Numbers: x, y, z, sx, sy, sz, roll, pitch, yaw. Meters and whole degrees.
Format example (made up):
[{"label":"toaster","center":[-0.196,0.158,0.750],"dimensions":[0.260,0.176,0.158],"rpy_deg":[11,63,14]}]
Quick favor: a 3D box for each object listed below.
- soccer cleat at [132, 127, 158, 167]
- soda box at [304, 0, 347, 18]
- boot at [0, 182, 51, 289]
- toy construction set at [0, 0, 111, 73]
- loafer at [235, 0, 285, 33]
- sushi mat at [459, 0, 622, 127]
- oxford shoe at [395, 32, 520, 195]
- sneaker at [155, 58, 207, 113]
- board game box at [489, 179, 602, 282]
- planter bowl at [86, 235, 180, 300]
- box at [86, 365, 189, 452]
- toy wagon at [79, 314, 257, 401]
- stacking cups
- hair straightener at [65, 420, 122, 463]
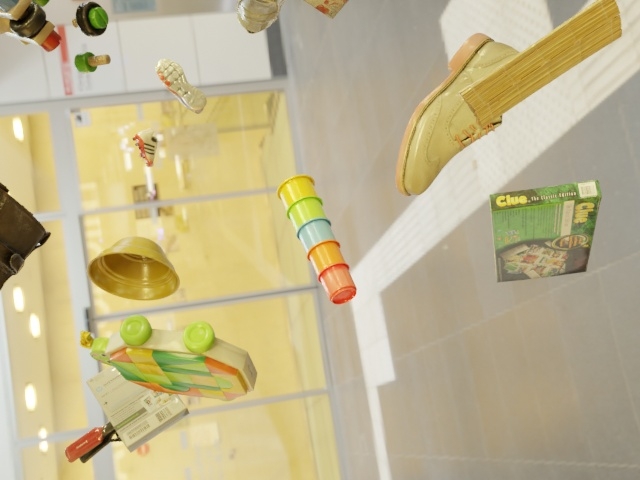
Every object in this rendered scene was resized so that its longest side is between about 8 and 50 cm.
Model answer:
[{"label":"soccer cleat","center":[-0.262,-0.141,1.200],"dimensions":[0.029,0.036,0.083],"rpy_deg":[48,163,22]},{"label":"soda box","center":[-0.024,-0.559,1.554],"dimensions":[0.083,0.092,0.263],"rpy_deg":[-45,50,25]},{"label":"boot","center":[-0.480,0.018,1.007],"dimensions":[0.228,0.091,0.263],"rpy_deg":[-66,-24,-16]},{"label":"toy construction set","center":[-0.527,-0.421,1.260],"dimensions":[0.309,0.237,0.257],"rpy_deg":[6,-96,-62]},{"label":"loafer","center":[-0.139,-0.535,1.801],"dimensions":[0.319,0.112,0.111],"rpy_deg":[-119,42,-80]},{"label":"sushi mat","center":[0.414,-0.331,1.461],"dimensions":[0.151,0.317,0.019],"rpy_deg":[38,-159,-58]},{"label":"oxford shoe","center":[0.299,-0.257,1.673],"dimensions":[0.147,0.396,0.140],"rpy_deg":[30,180,33]},{"label":"sneaker","center":[-0.330,-0.353,1.831],"dimensions":[0.158,0.061,0.065],"rpy_deg":[49,160,7]},{"label":"board game box","center":[0.307,-0.005,1.086],"dimensions":[0.259,0.136,0.030],"rpy_deg":[61,-154,-63]},{"label":"planter bowl","center":[-0.438,0.052,1.873],"dimensions":[0.217,0.217,0.090],"rpy_deg":[98,176,-55]},{"label":"box","center":[-0.389,0.333,1.665],"dimensions":[0.186,0.145,0.038],"rpy_deg":[47,159,27]},{"label":"toy wagon","center":[-0.297,0.229,1.488],"dimensions":[0.267,0.345,0.068],"rpy_deg":[79,-162,-58]},{"label":"stacking cups","center":[0.000,0.000,1.752],"dimensions":[0.096,0.096,0.316],"rpy_deg":[99,151,-56]},{"label":"hair straightener","center":[-0.457,0.419,1.746],"dimensions":[0.047,0.230,0.089],"rpy_deg":[53,-172,30]}]
